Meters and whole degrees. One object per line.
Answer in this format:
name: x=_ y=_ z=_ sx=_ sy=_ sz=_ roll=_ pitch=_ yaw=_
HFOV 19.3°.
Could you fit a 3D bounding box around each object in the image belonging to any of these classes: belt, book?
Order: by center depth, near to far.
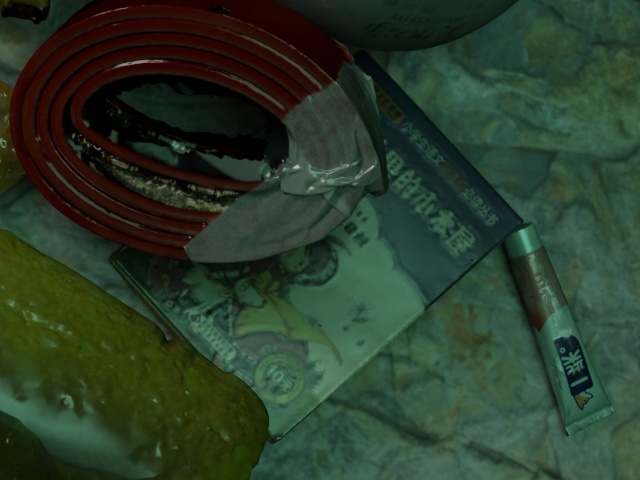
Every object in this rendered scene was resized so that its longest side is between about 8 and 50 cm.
belt: x=-0.096 y=-0.102 z=1.608 sx=0.323 sy=0.115 sz=0.227 roll=10 pitch=111 yaw=2
book: x=0.000 y=0.000 z=1.723 sx=0.322 sy=0.018 sz=0.228 roll=-42 pitch=86 yaw=-17

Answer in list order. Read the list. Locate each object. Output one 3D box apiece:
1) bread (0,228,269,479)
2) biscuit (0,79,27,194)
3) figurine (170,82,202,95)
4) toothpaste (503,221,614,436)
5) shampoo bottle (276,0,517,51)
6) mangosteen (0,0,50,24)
bread: x=-0.219 y=0.150 z=1.549 sx=0.376 sy=0.208 sz=0.251 roll=36 pitch=60 yaw=-15
biscuit: x=-0.355 y=-0.053 z=1.627 sx=0.247 sy=0.029 sz=0.118 roll=-38 pitch=96 yaw=-18
figurine: x=-0.091 y=-0.164 z=1.717 sx=0.106 sy=0.047 sz=0.060 roll=-7 pitch=96 yaw=-21
toothpaste: x=0.225 y=0.083 z=1.805 sx=0.056 sy=0.036 sz=0.205 roll=-23 pitch=96 yaw=-18
shampoo bottle: x=0.071 y=-0.333 z=1.645 sx=0.322 sy=0.317 sz=0.323 roll=3 pitch=81 yaw=-18
mangosteen: x=-0.227 y=-0.334 z=1.585 sx=0.275 sy=0.275 sz=0.302 roll=9 pitch=96 yaw=-17
